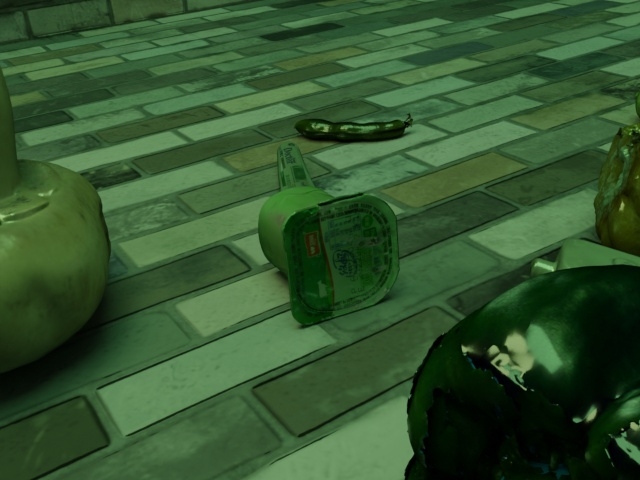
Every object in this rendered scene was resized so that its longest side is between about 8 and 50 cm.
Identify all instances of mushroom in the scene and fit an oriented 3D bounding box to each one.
[{"bbox_3d":[-0.386,-0.034,0.782,0.315,0.335,0.314,-3,20,1],"label":"mushroom"}]

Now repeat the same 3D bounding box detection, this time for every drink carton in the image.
[{"bbox_3d":[0.000,0.000,0.886,0.144,0.146,0.142,-15,22,-20],"label":"drink carton"}]

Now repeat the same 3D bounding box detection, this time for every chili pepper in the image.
[{"bbox_3d":[0.206,0.145,0.505,0.257,0.233,0.248,-18,49,-31],"label":"chili pepper"}]

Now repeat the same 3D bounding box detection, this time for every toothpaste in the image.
[{"bbox_3d":[-0.046,-0.114,1.196,0.064,0.041,0.218,-16,32,1],"label":"toothpaste"}]

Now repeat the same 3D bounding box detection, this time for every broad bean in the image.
[{"bbox_3d":[0.062,-0.211,1.360,0.227,0.039,0.069,-2,35,1],"label":"broad bean"}]

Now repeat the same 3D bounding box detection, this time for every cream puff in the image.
[{"bbox_3d":[0.443,-0.046,0.897,0.195,0.194,0.221,4,17,13],"label":"cream puff"}]

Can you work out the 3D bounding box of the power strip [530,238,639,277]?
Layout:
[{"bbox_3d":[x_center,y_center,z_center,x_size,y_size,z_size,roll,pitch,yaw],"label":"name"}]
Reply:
[{"bbox_3d":[0.389,0.084,0.679,0.385,0.062,0.091,19,30,13],"label":"power strip"}]

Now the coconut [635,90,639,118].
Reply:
[{"bbox_3d":[0.625,-0.257,1.332,0.088,0.087,0.096,-22,41,-30],"label":"coconut"}]
